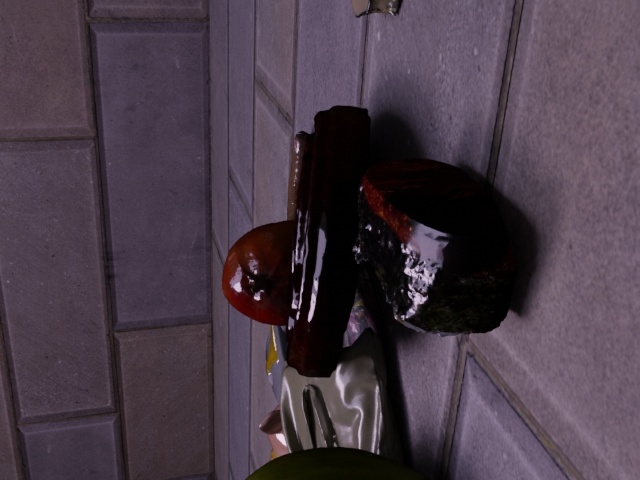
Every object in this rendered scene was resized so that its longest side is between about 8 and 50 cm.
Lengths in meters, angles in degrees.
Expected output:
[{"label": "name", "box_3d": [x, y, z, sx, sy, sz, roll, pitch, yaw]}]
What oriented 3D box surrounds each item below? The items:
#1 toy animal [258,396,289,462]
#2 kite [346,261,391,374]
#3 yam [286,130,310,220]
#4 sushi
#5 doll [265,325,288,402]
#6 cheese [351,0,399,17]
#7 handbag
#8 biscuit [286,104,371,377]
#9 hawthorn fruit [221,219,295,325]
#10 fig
[{"label": "toy animal", "box_3d": [-0.043, 0.438, 1.521, 0.165, 0.149, 0.248, -76, -17, -82]}, {"label": "kite", "box_3d": [0.058, 0.080, 1.303, 0.204, 0.022, 0.360, 132, 131, -67]}, {"label": "yam", "box_3d": [-0.045, -0.108, 1.582, 0.046, 0.046, 0.264, -114, 23, -51]}, {"label": "sushi", "box_3d": [0.125, 0.003, 0.832, 0.225, 0.136, 0.126, -126, 28, -55]}, {"label": "doll", "box_3d": [-0.062, 0.304, 1.665, 0.103, 0.145, 0.316, -13, 86, 41]}, {"label": "cheese", "box_3d": [0.069, -0.376, 1.088, 0.171, 0.047, 0.092, -117, 30, -54]}, {"label": "handbag", "box_3d": [0.022, 0.300, 1.251, 0.316, 0.109, 0.253, -31, 66, 54]}, {"label": "biscuit", "box_3d": [0.000, 0.000, 1.120, 0.407, 0.091, 0.407, -172, 90, -86]}, {"label": "hawthorn fruit", "box_3d": [-0.079, 0.059, 1.392, 0.249, 0.215, 0.215, -10, -83, -72]}, {"label": "fig", "box_3d": [0.022, 0.417, 1.006, 0.316, 0.316, 0.316, 176, 90, -75]}]
